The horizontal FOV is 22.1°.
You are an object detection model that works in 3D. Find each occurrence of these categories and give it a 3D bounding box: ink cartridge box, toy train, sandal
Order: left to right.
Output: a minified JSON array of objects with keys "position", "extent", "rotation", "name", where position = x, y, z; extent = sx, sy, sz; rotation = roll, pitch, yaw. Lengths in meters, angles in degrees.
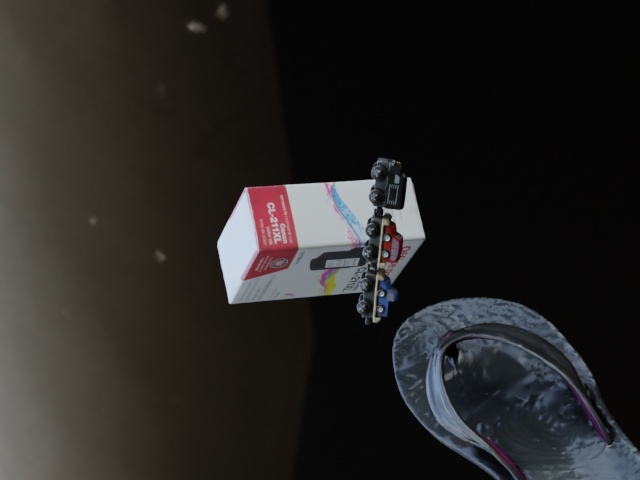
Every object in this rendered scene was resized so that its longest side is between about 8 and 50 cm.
[{"position":[0.000,0.000,1.619],"extent":[0.175,0.072,0.127],"rotation":[-4,-25,-19],"name":"ink cartridge box"},{"position":[0.057,0.003,1.478],"extent":[0.027,0.036,0.158],"rotation":[-70,-13,-70],"name":"toy train"},{"position":[0.201,0.167,1.569],"extent":[0.167,0.446,0.107],"rotation":[-38,-50,-3],"name":"sandal"}]
